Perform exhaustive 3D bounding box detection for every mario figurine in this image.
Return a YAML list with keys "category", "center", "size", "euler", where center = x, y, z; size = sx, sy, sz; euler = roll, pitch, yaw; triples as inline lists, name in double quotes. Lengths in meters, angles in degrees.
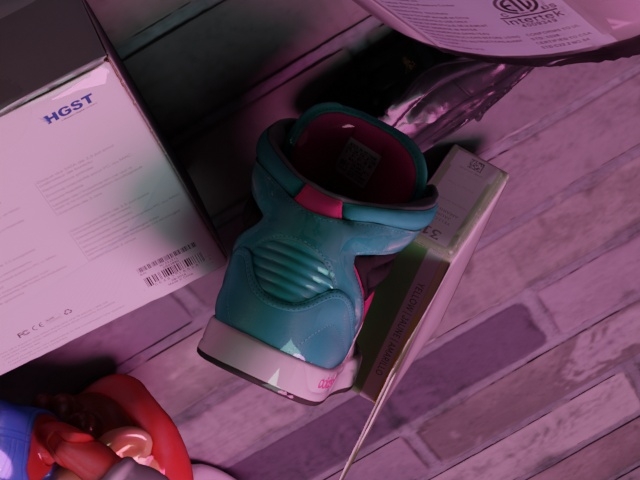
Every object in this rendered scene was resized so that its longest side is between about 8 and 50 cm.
- category: "mario figurine"
  center: [-0.228, 0.178, 1.344]
  size: [0.320, 0.198, 0.170]
  euler: [18, 113, -39]

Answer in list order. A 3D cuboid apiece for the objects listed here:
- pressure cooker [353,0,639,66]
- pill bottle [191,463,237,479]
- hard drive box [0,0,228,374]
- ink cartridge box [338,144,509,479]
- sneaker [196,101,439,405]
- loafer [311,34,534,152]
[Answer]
- category: "pressure cooker"
  center: [0.042, -0.300, 0.753]
  size: [0.370, 0.375, 0.420]
  euler: [-38, 144, 20]
- category: "pill bottle"
  center: [-0.148, 0.307, 1.596]
  size: [0.229, 0.131, 0.131]
  euler: [-43, 141, 21]
- category: "hard drive box"
  center: [-0.185, -0.036, 1.183]
  size: [0.181, 0.089, 0.232]
  euler: [-26, 145, -1]
- category: "ink cartridge box"
  center: [0.052, 0.060, 1.359]
  size: [0.235, 0.056, 0.171]
  euler: [-52, 168, -46]
- category: "sneaker"
  center: [0.000, 0.000, 1.241]
  size: [0.295, 0.123, 0.178]
  euler: [-45, 160, -86]
- category: "loafer"
  center: [0.094, -0.118, 1.270]
  size: [0.223, 0.076, 0.078]
  euler: [-34, 149, 19]
